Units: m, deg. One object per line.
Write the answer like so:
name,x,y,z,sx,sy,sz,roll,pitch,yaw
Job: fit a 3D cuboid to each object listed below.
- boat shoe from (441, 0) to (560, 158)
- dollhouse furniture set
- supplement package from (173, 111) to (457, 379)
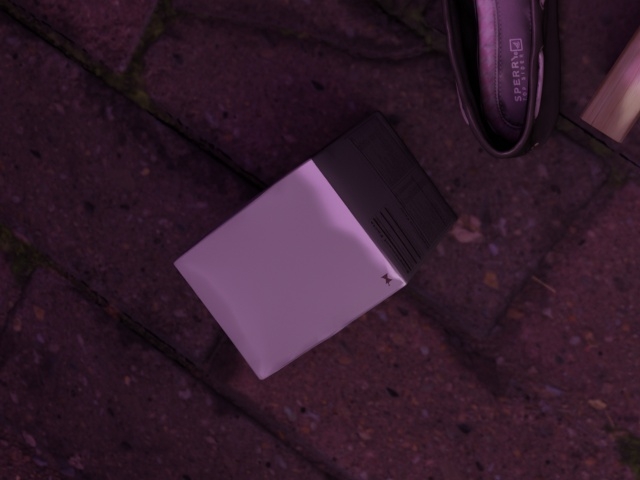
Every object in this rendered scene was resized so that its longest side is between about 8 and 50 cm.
boat shoe,0.167,-0.239,1.154,0.112,0.095,0.335,-4,106,22
dollhouse furniture set,0.370,-0.104,1.086,0.242,0.161,0.212,33,116,7
supplement package,0.000,0.000,1.240,0.194,0.203,0.149,-35,93,26
